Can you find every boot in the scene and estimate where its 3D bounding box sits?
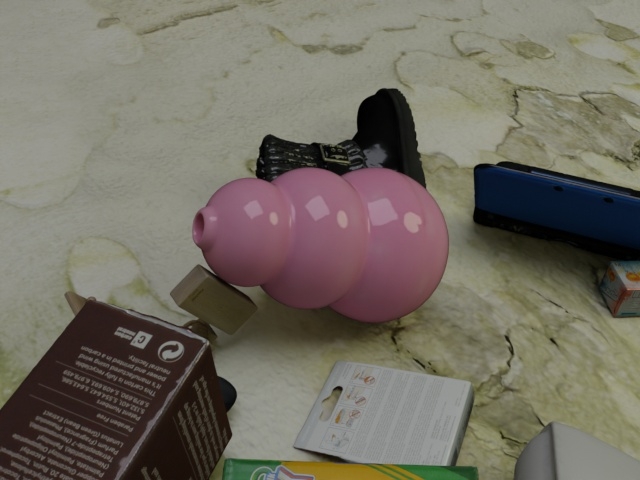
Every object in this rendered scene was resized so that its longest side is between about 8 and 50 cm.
[{"bbox_3d":[0.023,-0.139,1.131,0.260,0.131,0.348,1,42,-5],"label":"boot"}]

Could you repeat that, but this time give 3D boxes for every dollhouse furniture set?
[{"bbox_3d":[-0.196,0.077,0.860,0.151,0.144,0.123,-46,53,1],"label":"dollhouse furniture set"}]

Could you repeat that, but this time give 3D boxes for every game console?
[{"bbox_3d":[0.397,-0.082,1.057,0.293,0.173,0.250,16,43,18],"label":"game console"}]

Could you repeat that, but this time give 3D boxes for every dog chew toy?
[{"bbox_3d":[0.000,0.000,0.872,0.331,0.207,0.207,5,37,-31],"label":"dog chew toy"}]

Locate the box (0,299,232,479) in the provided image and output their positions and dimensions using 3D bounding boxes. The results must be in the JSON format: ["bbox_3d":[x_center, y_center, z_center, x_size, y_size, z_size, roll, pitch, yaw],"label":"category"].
[{"bbox_3d":[-0.228,0.261,0.581,0.143,0.191,0.381,16,50,15],"label":"box"}]

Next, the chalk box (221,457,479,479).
[{"bbox_3d":[-0.010,0.310,0.587,0.288,0.180,0.179,4,42,-2],"label":"chalk box"}]

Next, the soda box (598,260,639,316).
[{"bbox_3d":[0.505,0.068,0.995,0.183,0.058,0.063,0,41,-7],"label":"soda box"}]

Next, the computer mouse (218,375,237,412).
[{"bbox_3d":[-0.218,0.180,0.801,0.242,0.041,0.071,-3,25,-2],"label":"computer mouse"}]

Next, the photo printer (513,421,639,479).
[{"bbox_3d":[0.289,0.280,0.602,0.256,0.107,0.307,30,8,16],"label":"photo printer"}]

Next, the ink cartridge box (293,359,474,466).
[{"bbox_3d":[0.078,0.219,0.817,0.179,0.045,0.145,3,39,27],"label":"ink cartridge box"}]
